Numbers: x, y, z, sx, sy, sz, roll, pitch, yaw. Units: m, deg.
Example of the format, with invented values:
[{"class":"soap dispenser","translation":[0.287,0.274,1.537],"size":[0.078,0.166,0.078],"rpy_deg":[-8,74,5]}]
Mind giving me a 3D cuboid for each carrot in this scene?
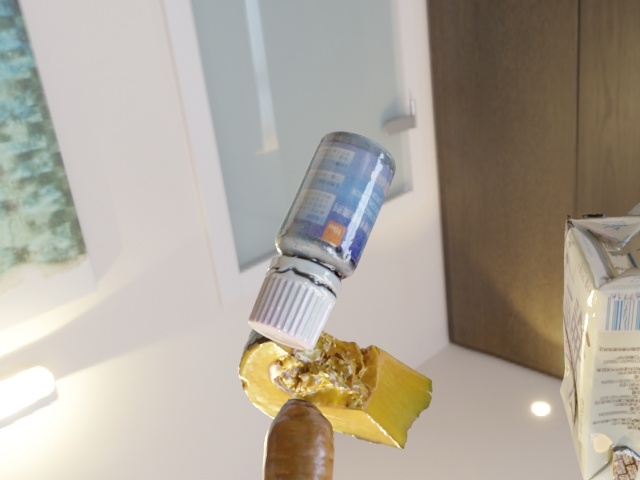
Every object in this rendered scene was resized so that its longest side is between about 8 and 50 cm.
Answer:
[{"class":"carrot","translation":[-0.020,0.207,0.440],"size":[0.048,0.048,0.216],"rpy_deg":[-1,-115,15]}]

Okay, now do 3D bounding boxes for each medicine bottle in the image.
[{"class":"medicine bottle","translation":[0.000,0.000,0.676],"size":[0.084,0.083,0.203],"rpy_deg":[12,-110,39]}]

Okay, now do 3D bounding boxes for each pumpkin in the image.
[{"class":"pumpkin","translation":[0.009,0.178,0.916],"size":[0.126,0.248,0.131],"rpy_deg":[-44,-168,35]}]

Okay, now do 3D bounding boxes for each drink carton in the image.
[{"class":"drink carton","translation":[0.407,0.143,0.976],"size":[0.132,0.324,0.194],"rpy_deg":[-3,-153,10]}]

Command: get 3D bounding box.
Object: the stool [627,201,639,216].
[{"class":"stool","translation":[0.709,-0.032,1.165],"size":[0.269,0.244,0.170],"rpy_deg":[-48,-168,23]}]
